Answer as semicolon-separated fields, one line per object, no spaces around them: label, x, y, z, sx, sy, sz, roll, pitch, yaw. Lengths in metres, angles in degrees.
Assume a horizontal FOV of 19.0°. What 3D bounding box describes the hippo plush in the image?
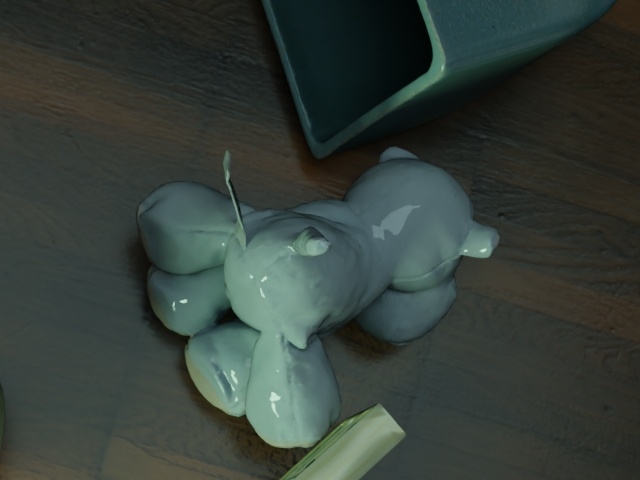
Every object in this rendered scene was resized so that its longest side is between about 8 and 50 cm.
hippo plush;0.000;0.000;1.611;0.236;0.294;0.234;-28;53;-31

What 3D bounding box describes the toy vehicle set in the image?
toy vehicle set;-0.050;0.241;1.577;0.267;0.166;0.035;-41;88;-14

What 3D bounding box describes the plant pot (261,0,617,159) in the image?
plant pot;0.113;-0.240;1.663;0.252;0.247;0.248;-13;81;-29

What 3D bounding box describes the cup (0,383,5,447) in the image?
cup;-0.389;0.140;1.491;0.237;0.331;0.331;25;75;-30
